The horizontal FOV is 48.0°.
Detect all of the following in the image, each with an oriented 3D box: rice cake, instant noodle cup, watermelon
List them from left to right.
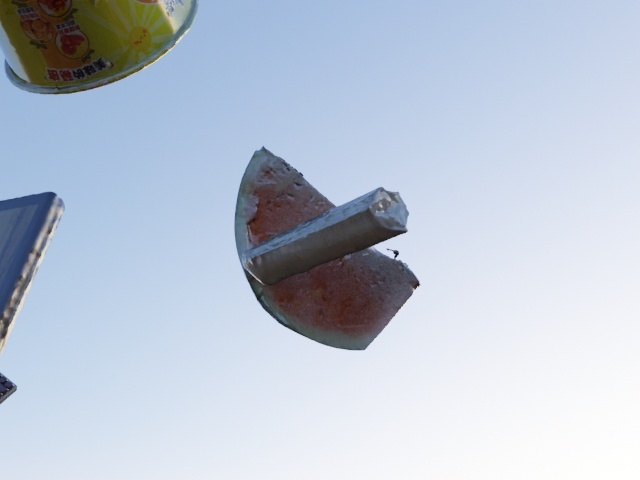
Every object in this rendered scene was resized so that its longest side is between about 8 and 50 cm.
[{"bbox_3d":[-0.295,-0.326,0.839,0.264,0.264,0.200,-14,-43,3],"label":"instant noodle cup"},{"bbox_3d":[-0.009,0.011,1.052,0.180,0.305,0.224,-50,-3,34],"label":"watermelon"},{"bbox_3d":[0.000,0.000,0.867,0.256,0.057,0.052,-23,12,45],"label":"rice cake"}]

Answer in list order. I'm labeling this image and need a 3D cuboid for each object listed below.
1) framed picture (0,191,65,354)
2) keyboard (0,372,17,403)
[{"bbox_3d":[-0.315,0.103,0.423,0.347,0.265,0.016,-7,-35,31],"label":"framed picture"},{"bbox_3d":[-0.403,0.127,0.768,0.055,0.166,0.017,-45,-20,-38],"label":"keyboard"}]
